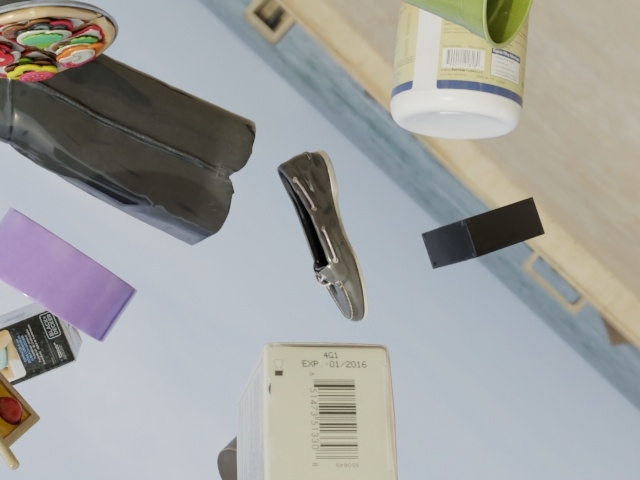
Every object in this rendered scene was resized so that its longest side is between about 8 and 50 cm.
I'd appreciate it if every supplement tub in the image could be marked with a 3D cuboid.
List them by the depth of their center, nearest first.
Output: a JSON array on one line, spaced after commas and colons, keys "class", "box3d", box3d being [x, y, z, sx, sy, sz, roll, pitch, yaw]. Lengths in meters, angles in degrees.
[{"class": "supplement tub", "box3d": [0.245, -0.352, 1.698, 0.228, 0.316, 0.228, 6, 173, 1]}]

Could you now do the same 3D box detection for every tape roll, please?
[{"class": "tape roll", "box3d": [-0.328, 0.043, 1.214, 0.189, 0.080, 0.189, 31, 170, 6]}]

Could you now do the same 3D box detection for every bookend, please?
[{"class": "bookend", "box3d": [0.296, -0.012, 1.788, 0.156, 0.157, 0.072, -22, 85, 66]}]

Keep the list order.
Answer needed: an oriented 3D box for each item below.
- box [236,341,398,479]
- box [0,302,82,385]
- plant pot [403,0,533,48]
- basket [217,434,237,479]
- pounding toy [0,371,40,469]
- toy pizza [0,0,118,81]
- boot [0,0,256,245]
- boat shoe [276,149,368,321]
[{"class": "box", "box3d": [-0.012, 0.207, 1.007, 0.232, 0.126, 0.149, 116, 153, -66]}, {"class": "box", "box3d": [-0.506, 0.177, 1.435, 0.169, 0.289, 0.087, -159, 49, -77]}, {"class": "plant pot", "box3d": [0.091, -0.175, 0.640, 0.079, 0.083, 0.083, 21, 175, 27]}, {"class": "basket", "box3d": [-0.059, 0.356, 1.707, 0.204, 0.227, 0.154, -5, 111, 46]}, {"class": "pounding toy", "box3d": [-0.365, 0.190, 1.025, 0.130, 0.100, 0.141, 50, -168, -4]}, {"class": "toy pizza", "box3d": [-0.335, -0.225, 1.144, 0.201, 0.201, 0.032, 21, -126, -75]}, {"class": "boot", "box3d": [-0.288, -0.244, 1.399, 0.445, 0.367, 0.146, 26, 172, -14]}, {"class": "boat shoe", "box3d": [0.000, 0.000, 1.823, 0.112, 0.095, 0.335, -1, 105, 69]}]
